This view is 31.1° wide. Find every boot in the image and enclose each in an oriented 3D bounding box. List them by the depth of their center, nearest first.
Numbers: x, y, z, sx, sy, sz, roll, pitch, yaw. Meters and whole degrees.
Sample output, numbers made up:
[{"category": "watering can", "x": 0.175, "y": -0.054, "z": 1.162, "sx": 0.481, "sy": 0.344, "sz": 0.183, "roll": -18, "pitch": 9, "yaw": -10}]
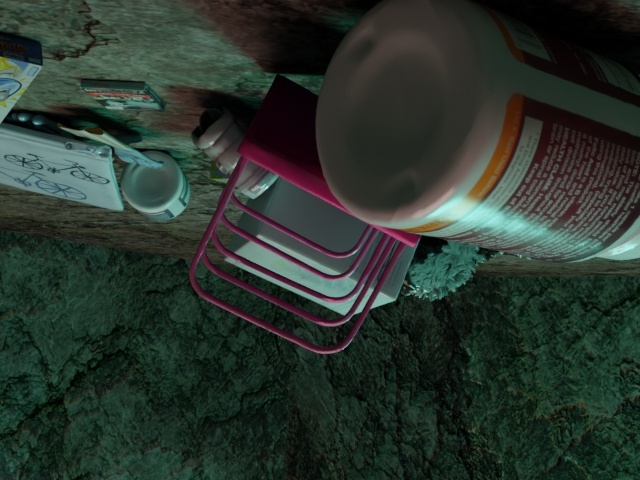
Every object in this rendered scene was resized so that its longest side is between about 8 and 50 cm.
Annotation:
[{"category": "boot", "x": -0.115, "y": -0.144, "z": 1.623, "sx": 0.123, "sy": 0.095, "sz": 0.258, "roll": 45, "pitch": -175, "yaw": -12}]

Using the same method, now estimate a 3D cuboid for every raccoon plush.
[{"category": "raccoon plush", "x": 0.164, "y": 0.001, "z": 2.046, "sx": 0.446, "sy": 0.216, "sz": 0.299, "roll": 18, "pitch": 174, "yaw": -35}]

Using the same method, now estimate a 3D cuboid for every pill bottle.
[{"category": "pill bottle", "x": 0.205, "y": -0.097, "z": 1.161, "sx": 0.392, "sy": 0.224, "sz": 0.224, "roll": 11, "pitch": 171, "yaw": -42}, {"category": "pill bottle", "x": -0.286, "y": -0.091, "z": 2.028, "sx": 0.107, "sy": 0.108, "sz": 0.180, "roll": 4, "pitch": 173, "yaw": 0}]

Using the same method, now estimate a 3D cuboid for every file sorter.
[{"category": "file sorter", "x": -0.016, "y": -0.032, "z": 1.295, "sx": 0.202, "sy": 0.182, "sz": 0.291, "roll": 28, "pitch": -160, "yaw": -6}]

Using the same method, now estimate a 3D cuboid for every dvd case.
[{"category": "dvd case", "x": -0.262, "y": -0.193, "z": 1.541, "sx": 0.087, "sy": 0.013, "sz": 0.119, "roll": 4, "pitch": 172, "yaw": 7}]

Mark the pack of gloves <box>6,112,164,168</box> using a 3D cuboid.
[{"category": "pack of gloves", "x": -0.357, "y": -0.168, "z": 1.785, "sx": 0.195, "sy": 0.046, "sz": 0.232, "roll": 13, "pitch": 174, "yaw": 21}]

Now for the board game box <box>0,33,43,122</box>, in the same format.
[{"category": "board game box", "x": -0.430, "y": -0.179, "z": 1.351, "sx": 0.136, "sy": 0.035, "sz": 0.201, "roll": 9, "pitch": 149, "yaw": -35}]

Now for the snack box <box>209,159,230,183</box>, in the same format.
[{"category": "snack box", "x": -0.043, "y": -0.115, "z": 1.835, "sx": 0.207, "sy": 0.070, "sz": 0.174, "roll": 2, "pitch": 173, "yaw": 35}]

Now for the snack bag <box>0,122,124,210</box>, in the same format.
[{"category": "snack bag", "x": -0.482, "y": -0.136, "z": 1.856, "sx": 0.323, "sy": 0.037, "sz": 0.342, "roll": 14, "pitch": 166, "yaw": -2}]

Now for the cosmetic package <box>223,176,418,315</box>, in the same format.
[{"category": "cosmetic package", "x": 0.000, "y": 0.000, "z": 1.709, "sx": 0.224, "sy": 0.138, "sz": 0.224, "roll": 26, "pitch": 164, "yaw": -11}]
